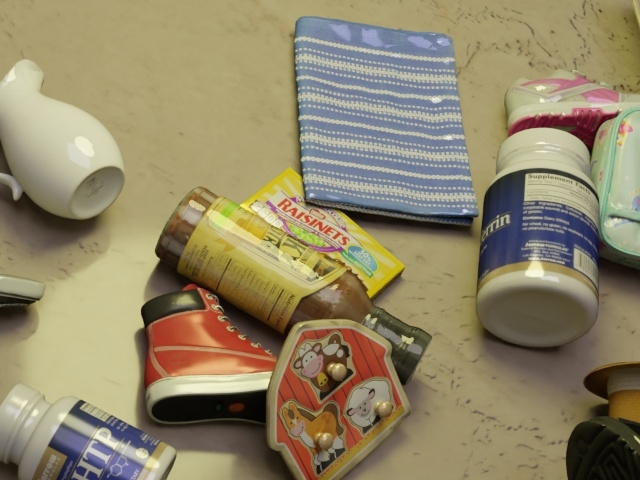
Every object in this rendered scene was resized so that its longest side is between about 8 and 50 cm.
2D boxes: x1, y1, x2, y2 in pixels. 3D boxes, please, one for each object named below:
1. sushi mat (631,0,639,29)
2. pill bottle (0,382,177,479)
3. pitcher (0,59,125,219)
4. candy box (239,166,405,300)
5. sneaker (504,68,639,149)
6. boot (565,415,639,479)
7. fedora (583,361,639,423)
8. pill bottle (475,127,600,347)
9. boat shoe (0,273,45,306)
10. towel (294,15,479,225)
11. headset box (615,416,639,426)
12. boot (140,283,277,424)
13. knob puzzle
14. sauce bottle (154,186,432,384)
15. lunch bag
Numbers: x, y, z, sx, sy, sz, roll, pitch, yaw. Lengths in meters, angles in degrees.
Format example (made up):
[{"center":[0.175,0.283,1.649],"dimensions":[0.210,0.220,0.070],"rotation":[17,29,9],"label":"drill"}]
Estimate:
[{"center":[0.509,-0.263,2.088],"dimensions":[0.151,0.019,0.316],"rotation":[34,40,-45],"label":"sushi mat"},{"center":[-0.260,0.232,1.507],"dimensions":[0.187,0.112,0.112],"rotation":[26,53,3],"label":"pill bottle"},{"center":[-0.353,-0.103,1.721],"dimensions":[0.178,0.125,0.207],"rotation":[-41,63,-13],"label":"pitcher"},{"center":[0.000,0.000,1.801],"dimensions":[0.206,0.027,0.105],"rotation":[41,51,12],"label":"candy box"},{"center":[0.372,-0.194,2.002],"dimensions":[0.252,0.103,0.111],"rotation":[1,53,-22],"label":"sneaker"},{"center":[0.452,0.299,1.496],"dimensions":[0.260,0.131,0.348],"rotation":[-11,44,-37],"label":"boot"},{"center":[0.411,0.207,1.696],"dimensions":[0.194,0.194,0.079],"rotation":[15,69,-6],"label":"fedora"},{"center":[0.283,-0.008,1.814],"dimensions":[0.153,0.153,0.264],"rotation":[15,53,-7],"label":"pill bottle"},{"center":[-0.426,0.069,1.603],"dimensions":[0.219,0.078,0.070],"rotation":[3,90,-19],"label":"boat shoe"},{"center":[0.087,-0.173,1.926],"dimensions":[0.243,0.040,0.336],"rotation":[7,52,-14],"label":"towel"},{"center":[0.442,0.368,1.614],"dimensions":[0.283,0.131,0.246],"rotation":[16,54,-7],"label":"headset box"},{"center":[-0.087,0.125,1.656],"dimensions":[0.244,0.088,0.176],"rotation":[4,50,-15],"label":"boot"},{"center":[0.016,0.174,1.588],"dimensions":[0.213,0.213,0.030],"rotation":[-26,23,-30],"label":"knob puzzle"},{"center":[-0.029,0.060,1.701],"dimensions":[0.344,0.111,0.111],"rotation":[30,53,3],"label":"sauce bottle"},{"center":[0.502,-0.049,1.904],"dimensions":[0.279,0.108,0.224],"rotation":[13,78,-5],"label":"lunch bag"}]
